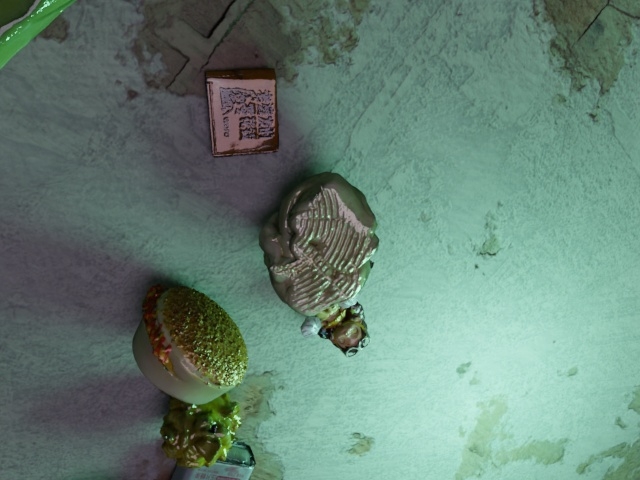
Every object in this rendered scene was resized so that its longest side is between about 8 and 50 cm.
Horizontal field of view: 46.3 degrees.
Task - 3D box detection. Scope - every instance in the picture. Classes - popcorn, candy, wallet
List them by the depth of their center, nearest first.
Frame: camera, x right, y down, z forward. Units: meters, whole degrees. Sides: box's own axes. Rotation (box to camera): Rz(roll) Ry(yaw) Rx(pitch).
[{"bbox_3d":[-0.584,-0.434,1.399,0.343,0.132,0.142,-40,78,1],"label":"candy"},{"bbox_3d":[-0.168,-0.280,1.656,0.161,0.042,0.195,-8,117,-15],"label":"wallet"},{"bbox_3d":[-0.299,0.465,1.888,0.189,0.169,0.218,14,77,2],"label":"popcorn"}]

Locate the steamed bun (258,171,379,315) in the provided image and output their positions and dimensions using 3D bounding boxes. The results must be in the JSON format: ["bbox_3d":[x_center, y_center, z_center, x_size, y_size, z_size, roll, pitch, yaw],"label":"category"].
[{"bbox_3d":[0.000,0.000,1.762,0.275,0.206,0.320,32,103,-13],"label":"steamed bun"}]

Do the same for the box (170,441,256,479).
[{"bbox_3d":[-0.329,0.713,2.050,0.190,0.112,0.369,15,110,-26],"label":"box"}]

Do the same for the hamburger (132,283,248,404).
[{"bbox_3d":[-0.293,0.236,1.736,0.294,0.276,0.179,33,112,-34],"label":"hamburger"}]

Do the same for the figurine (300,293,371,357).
[{"bbox_3d":[0.031,0.190,1.914,0.175,0.116,0.240,-40,115,0],"label":"figurine"}]
